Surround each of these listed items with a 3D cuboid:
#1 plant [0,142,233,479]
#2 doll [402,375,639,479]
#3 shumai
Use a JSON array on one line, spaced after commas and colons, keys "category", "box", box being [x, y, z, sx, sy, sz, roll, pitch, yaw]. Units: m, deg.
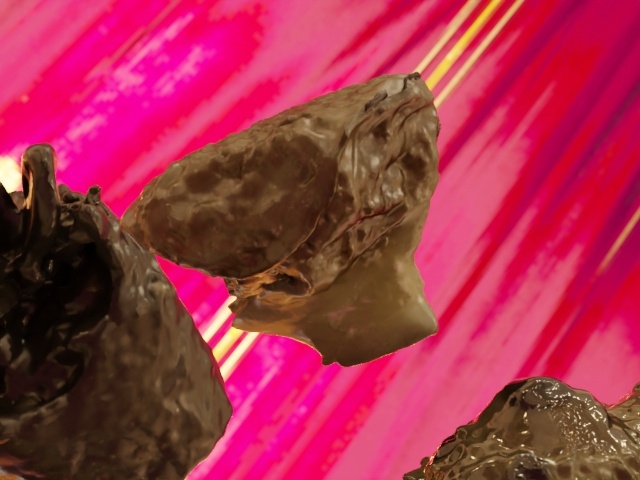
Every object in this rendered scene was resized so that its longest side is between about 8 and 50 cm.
[{"category": "plant", "box": [-0.198, 0.070, 1.047, 0.199, 0.188, 0.276, 18, -34, 54]}, {"category": "doll", "box": [0.166, 0.061, 0.573, 0.202, 0.286, 0.091, -115, -170, -74]}, {"category": "shumai", "box": [0.002, -0.001, 0.657, 0.145, 0.145, 0.116, -14, -80, 57]}]
